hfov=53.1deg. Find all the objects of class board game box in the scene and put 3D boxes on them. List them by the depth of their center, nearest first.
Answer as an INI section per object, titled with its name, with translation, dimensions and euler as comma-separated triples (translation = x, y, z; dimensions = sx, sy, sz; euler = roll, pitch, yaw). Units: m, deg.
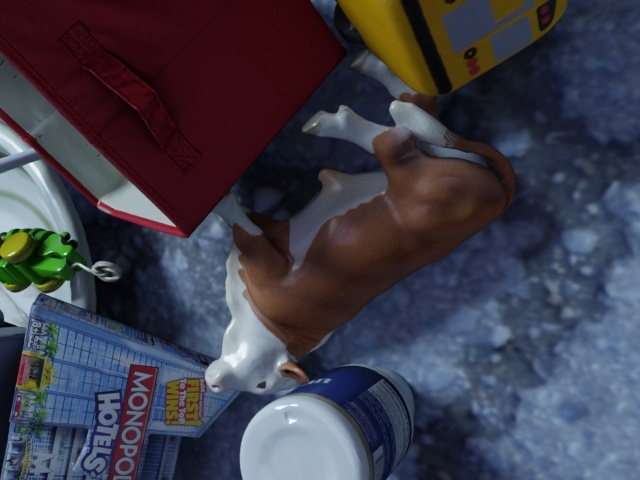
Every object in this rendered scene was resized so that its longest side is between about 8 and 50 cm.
[board game box]
translation = -0.173, 0.160, 0.580
dimensions = 0.194, 0.060, 0.194
euler = 10, 93, -18

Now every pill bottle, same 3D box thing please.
[pill bottle]
translation = 0.018, 0.149, 0.498
dimensions = 0.094, 0.169, 0.094
euler = 1, 91, 24

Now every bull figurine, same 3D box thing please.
[bull figurine]
translation = 0.000, 0.000, 0.522
dimensions = 0.310, 0.101, 0.188
euler = -36, 115, 13

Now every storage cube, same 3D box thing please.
[storage cube]
translation = -0.133, -0.140, 0.479
dimensions = 0.215, 0.183, 0.193
euler = 11, 58, 53

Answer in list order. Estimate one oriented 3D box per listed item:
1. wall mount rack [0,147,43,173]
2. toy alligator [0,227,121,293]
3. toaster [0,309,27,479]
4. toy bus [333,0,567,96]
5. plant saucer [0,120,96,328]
[wall mount rack]
translation = -0.312, -0.183, 0.618
dimensions = 0.350, 0.130, 0.304
euler = 35, 80, 19
[toy alligator]
translation = -0.244, 0.011, 0.570
dimensions = 0.190, 0.056, 0.051
euler = -2, 51, 24
[toaster]
translation = -0.356, 0.145, 0.589
dimensions = 0.168, 0.110, 0.185
euler = 12, 96, 24
[toy bus]
translation = 0.027, -0.254, 0.460
dimensions = 0.130, 0.108, 0.332
euler = -31, 57, 11
[plant saucer]
translation = -0.380, 0.061, 0.712
dimensions = 0.400, 0.100, 0.400
euler = 1, 92, 24
